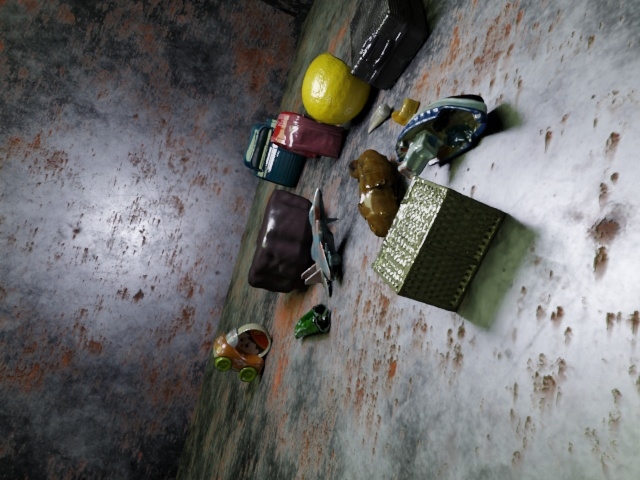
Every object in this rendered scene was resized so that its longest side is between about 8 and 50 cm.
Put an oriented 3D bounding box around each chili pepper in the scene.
[{"bbox_3d":[-0.040,0.273,1.252,0.227,0.059,0.088,131,146,-53],"label":"chili pepper"}]

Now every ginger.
[{"bbox_3d":[0.142,-0.147,1.048,0.133,0.107,0.309,93,175,-46],"label":"ginger"}]

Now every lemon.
[{"bbox_3d":[0.044,-0.519,1.419,0.219,0.240,0.240,-56,24,18],"label":"lemon"}]

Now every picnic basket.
[{"bbox_3d":[0.195,-0.001,0.720,0.196,0.134,0.154,-68,23,14],"label":"picnic basket"}]

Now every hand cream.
[{"bbox_3d":[0.179,-0.382,1.256,0.143,0.039,0.061,160,118,-78],"label":"hand cream"},{"bbox_3d":[-0.100,-0.474,1.802,0.230,0.230,0.149,-149,74,-71],"label":"hand cream"}]

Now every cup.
[{"bbox_3d":[-0.205,-0.433,2.003,0.308,0.242,0.292,-27,-44,-76],"label":"cup"}]

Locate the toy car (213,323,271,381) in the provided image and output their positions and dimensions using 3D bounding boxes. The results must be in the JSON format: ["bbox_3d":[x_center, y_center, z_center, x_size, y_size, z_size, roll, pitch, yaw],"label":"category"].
[{"bbox_3d":[-0.310,0.435,1.644,0.235,0.235,0.145,-68,20,13],"label":"toy car"}]

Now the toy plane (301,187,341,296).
[{"bbox_3d":[0.007,0.000,1.244,0.223,0.104,0.326,-134,47,-68],"label":"toy plane"}]

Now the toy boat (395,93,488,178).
[{"bbox_3d":[0.231,-0.201,0.810,0.262,0.114,0.115,-31,32,57],"label":"toy boat"}]

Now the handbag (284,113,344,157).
[{"bbox_3d":[-0.025,-0.404,1.539,0.146,0.225,0.135,-130,51,-66],"label":"handbag"}]

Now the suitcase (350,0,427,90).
[{"bbox_3d":[0.206,-0.668,1.255,0.229,0.152,0.335,129,149,-50],"label":"suitcase"}]

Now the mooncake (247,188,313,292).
[{"bbox_3d":[-0.136,0.006,1.487,0.350,0.212,0.381,176,108,-85],"label":"mooncake"}]

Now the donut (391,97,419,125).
[{"bbox_3d":[0.224,-0.349,1.086,0.083,0.038,0.067,-130,57,-66],"label":"donut"}]
